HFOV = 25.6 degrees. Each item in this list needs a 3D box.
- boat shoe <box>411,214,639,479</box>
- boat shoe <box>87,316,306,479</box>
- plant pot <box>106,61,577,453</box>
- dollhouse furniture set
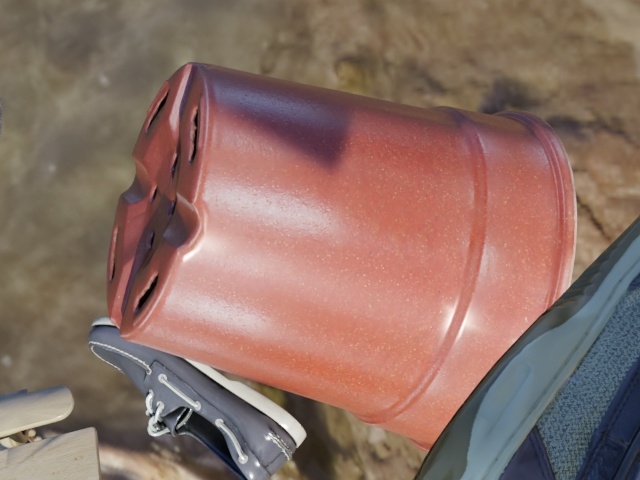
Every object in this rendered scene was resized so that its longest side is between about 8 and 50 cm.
[{"bbox_3d":[0.114,0.044,0.497,0.073,0.080,0.223,40,49,13],"label":"boat shoe"},{"bbox_3d":[-0.112,0.127,1.116,0.206,0.075,0.065,27,69,21],"label":"boat shoe"},{"bbox_3d":[0.000,0.000,1.028,0.265,0.272,0.272,15,61,-22],"label":"plant pot"},{"bbox_3d":[-0.233,0.198,1.234,0.123,0.151,0.144,-15,54,4],"label":"dollhouse furniture set"}]
